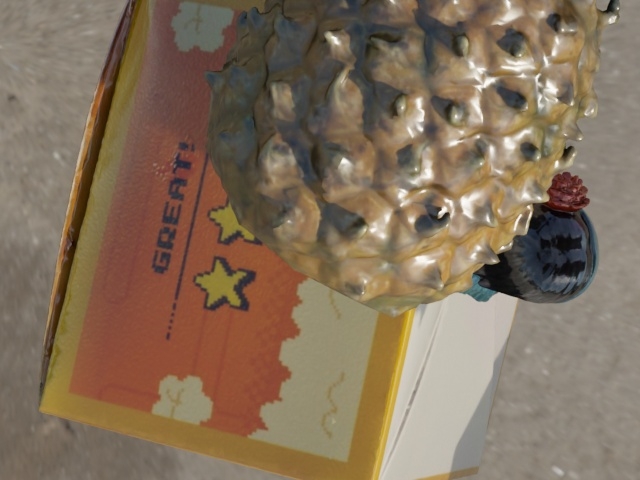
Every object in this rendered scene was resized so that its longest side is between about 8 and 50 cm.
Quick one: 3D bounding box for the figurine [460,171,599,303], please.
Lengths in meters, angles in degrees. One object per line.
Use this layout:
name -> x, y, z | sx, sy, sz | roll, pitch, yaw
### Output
figurine -> 0.089, 0.000, 0.772 | 0.047, 0.106, 0.060 | -1, 89, -31

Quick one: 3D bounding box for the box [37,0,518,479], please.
box -> 0.000, 0.000, 0.986 | 0.214, 0.283, 0.259 | 14, 89, 18

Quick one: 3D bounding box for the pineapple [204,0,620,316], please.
pineapple -> 0.068, -0.097, 0.484 | 0.125, 0.125, 0.251 | 35, 108, -13
